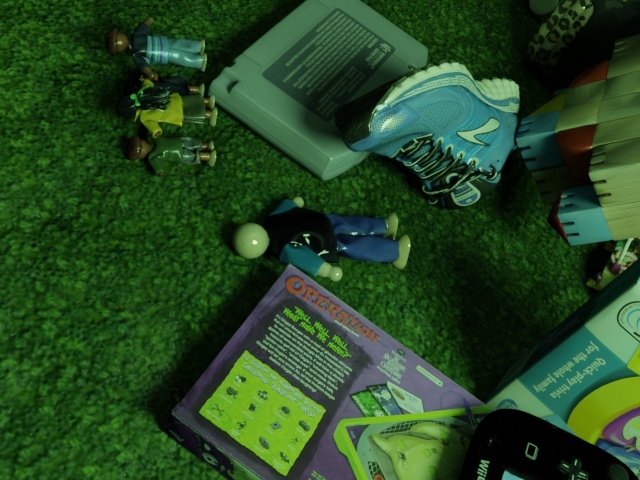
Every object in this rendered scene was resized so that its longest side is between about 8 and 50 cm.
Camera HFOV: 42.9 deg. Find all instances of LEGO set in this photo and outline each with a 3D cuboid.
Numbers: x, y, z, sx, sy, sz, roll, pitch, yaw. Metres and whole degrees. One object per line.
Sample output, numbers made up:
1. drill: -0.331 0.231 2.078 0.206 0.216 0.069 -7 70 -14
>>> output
1. LEGO set: 0.395 0.042 0.952 0.132 0.107 0.287 9 42 2

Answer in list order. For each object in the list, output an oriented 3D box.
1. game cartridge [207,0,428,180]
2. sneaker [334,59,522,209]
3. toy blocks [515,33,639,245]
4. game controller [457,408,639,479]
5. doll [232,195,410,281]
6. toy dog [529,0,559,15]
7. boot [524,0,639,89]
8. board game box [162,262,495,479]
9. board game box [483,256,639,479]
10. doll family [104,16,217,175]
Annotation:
1. game cartridge: 0.016 -0.201 1.017 0.196 0.060 0.294 34 48 6
2. sneaker: 0.149 -0.113 0.935 0.330 0.130 0.147 -6 80 -48
3. toy blocks: 0.361 -0.128 0.959 0.190 0.261 0.381 58 39 -29
4. game controller: 0.168 0.284 0.653 0.166 0.067 0.319 32 47 -1
5. doll: 0.000 0.000 0.856 0.189 0.046 0.129 2 40 -23
6. toy dog: 0.447 -0.425 1.361 0.220 0.161 0.334 -25 54 -34
7. boot: 0.505 -0.296 1.153 0.284 0.377 0.138 52 19 24
8. board game box: 0.056 0.192 0.742 0.347 0.056 0.208 36 52 3
9. board game box: 0.352 0.194 0.744 0.336 0.253 0.079 42 50 8
10. doll family: -0.176 -0.160 0.883 0.111 0.076 0.193 0 50 -20
